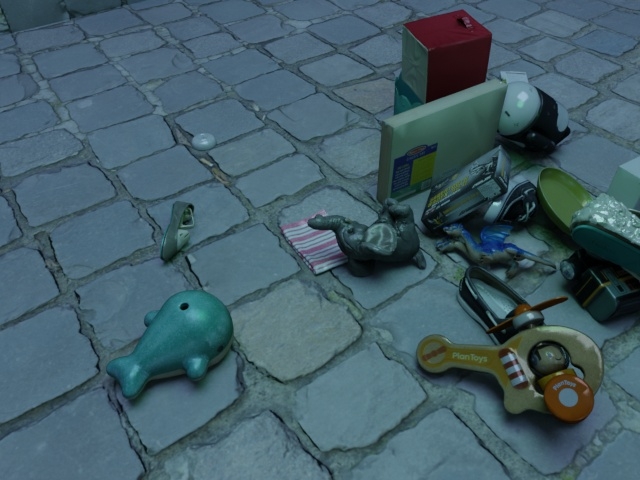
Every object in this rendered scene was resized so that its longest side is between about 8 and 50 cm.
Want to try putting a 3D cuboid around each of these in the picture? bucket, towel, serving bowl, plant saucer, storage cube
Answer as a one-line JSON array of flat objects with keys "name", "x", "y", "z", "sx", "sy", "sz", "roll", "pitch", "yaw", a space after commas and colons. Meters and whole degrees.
[{"name": "bucket", "x": 0.364, "y": -0.427, "z": 1.748, "sx": 0.282, "sy": 0.183, "sz": 0.281, "roll": 0, "pitch": 45, "yaw": 0}, {"name": "towel", "x": 0.000, "y": 0.000, "z": 1.423, "sx": 0.144, "sy": 0.029, "sz": 0.197, "roll": -24, "pitch": 49, "yaw": -21}, {"name": "serving bowl", "x": -0.384, "y": -0.330, "z": 1.770, "sx": 0.084, "sy": 0.027, "sz": 0.083, "roll": -1, "pitch": 43, "yaw": 1}, {"name": "plant saucer", "x": 0.661, "y": -0.090, "z": 1.437, "sx": 0.241, "sy": 0.037, "sz": 0.240, "roll": 18, "pitch": 49, "yaw": -22}, {"name": "storage cube", "x": 0.362, "y": -0.538, "z": 1.585, "sx": 0.193, "sy": 0.214, "sz": 0.183, "roll": -17, "pitch": 47, "yaw": -7}]

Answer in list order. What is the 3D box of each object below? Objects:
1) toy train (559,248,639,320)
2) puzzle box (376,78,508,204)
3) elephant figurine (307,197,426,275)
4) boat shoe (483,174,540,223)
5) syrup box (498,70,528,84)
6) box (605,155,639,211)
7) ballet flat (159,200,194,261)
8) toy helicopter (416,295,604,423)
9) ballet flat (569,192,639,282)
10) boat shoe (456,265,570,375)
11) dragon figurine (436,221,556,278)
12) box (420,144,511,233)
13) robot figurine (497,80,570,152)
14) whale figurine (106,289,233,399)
[{"name": "toy train", "x": 0.741, "y": 0.069, "z": 1.275, "sx": 0.334, "sy": 0.142, "sz": 0.190, "roll": -12, "pitch": 57, "yaw": -14}, {"name": "puzzle box", "x": 0.342, "y": -0.277, "z": 1.530, "sx": 0.409, "sy": 0.272, "sz": 0.052, "roll": -23, "pitch": 49, "yaw": -22}, {"name": "elephant figurine", "x": 0.117, "y": 0.005, "z": 1.330, "sx": 0.240, "sy": 0.169, "sz": 0.186, "roll": -25, "pitch": 35, "yaw": -30}, {"name": "boat shoe", "x": 0.524, "y": -0.095, "z": 1.428, "sx": 0.102, "sy": 0.108, "sz": 0.301, "roll": 36, "pitch": 30, "yaw": 21}, {"name": "syrup box", "x": 0.671, "y": -0.491, "z": 1.872, "sx": 0.097, "sy": 0.093, "sz": 0.236, "roll": 5, "pitch": 44, "yaw": 6}, {"name": "box", "x": 0.902, "y": -0.162, "z": 1.504, "sx": 0.171, "sy": 0.130, "sz": 0.091, "roll": -22, "pitch": 49, "yaw": -21}, {"name": "ballet flat", "x": -0.374, "y": -0.029, "z": 1.430, "sx": 0.068, "sy": 0.072, "sz": 0.213, "roll": 3, "pitch": 44, "yaw": -5}, {"name": "toy helicopter", "x": 0.371, "y": 0.226, "z": 1.086, "sx": 0.356, "sy": 0.140, "sz": 0.234, "roll": 1, "pitch": 72, "yaw": 25}, {"name": "ballet flat", "x": 0.731, "y": 0.037, "z": 1.138, "sx": 0.409, "sy": 0.147, "sz": 0.147, "roll": 38, "pitch": 54, "yaw": 9}, {"name": "boat shoe", "x": 0.422, "y": 0.173, "z": 1.192, "sx": 0.114, "sy": 0.091, "sz": 0.302, "roll": -29, "pitch": 51, "yaw": -26}, {"name": "dragon figurine", "x": 0.445, "y": 0.015, "z": 1.359, "sx": 0.290, "sy": 0.085, "sz": 0.144, "roll": -2, "pitch": 45, "yaw": 0}, {"name": "box", "x": 0.384, "y": -0.134, "z": 1.416, "sx": 0.056, "sy": 0.231, "sz": 0.183, "roll": 47, "pitch": 39, "yaw": -14}, {"name": "robot figurine", "x": 0.639, "y": -0.373, "z": 1.655, "sx": 0.278, "sy": 0.173, "sz": 0.209, "roll": 17, "pitch": 6, "yaw": -32}, {"name": "whale figurine", "x": -0.315, "y": 0.208, "z": 1.133, "sx": 0.272, "sy": 0.141, "sz": 0.216, "roll": -31, "pitch": 52, "yaw": -27}]
